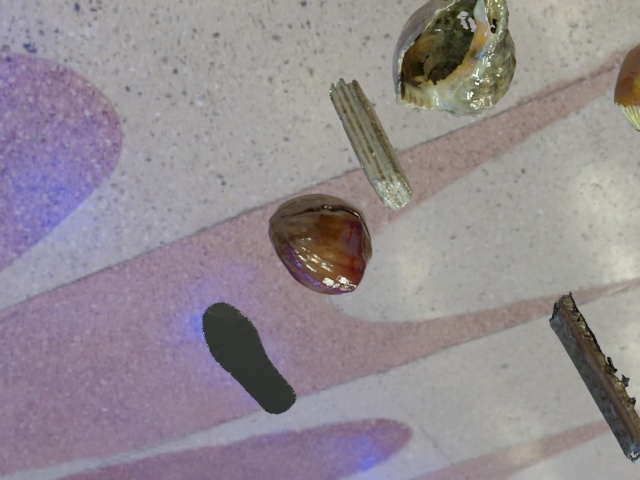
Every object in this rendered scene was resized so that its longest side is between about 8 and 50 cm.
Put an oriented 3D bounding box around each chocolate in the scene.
[{"bbox_3d":[0.505,0.247,1.438,0.065,0.329,0.102,-24,150,-1],"label":"chocolate"}]

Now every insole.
[{"bbox_3d":[-0.071,0.121,0.802,0.053,0.002,0.152,-34,117,2],"label":"insole"}]

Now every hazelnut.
[{"bbox_3d":[0.002,-0.002,1.541,0.181,0.212,0.180,-18,127,8],"label":"hazelnut"}]

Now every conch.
[{"bbox_3d":[0.149,-0.208,0.880,0.155,0.130,0.207,-45,166,-17],"label":"conch"}]

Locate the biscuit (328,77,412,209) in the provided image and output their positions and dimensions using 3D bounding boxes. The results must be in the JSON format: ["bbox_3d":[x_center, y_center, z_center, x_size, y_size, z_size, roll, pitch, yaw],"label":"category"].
[{"bbox_3d":[0.088,-0.171,1.398,0.062,0.238,0.108,-28,150,10],"label":"biscuit"}]

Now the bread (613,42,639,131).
[{"bbox_3d":[0.611,-0.290,1.438,0.132,0.190,0.114,-3,143,47],"label":"bread"}]
